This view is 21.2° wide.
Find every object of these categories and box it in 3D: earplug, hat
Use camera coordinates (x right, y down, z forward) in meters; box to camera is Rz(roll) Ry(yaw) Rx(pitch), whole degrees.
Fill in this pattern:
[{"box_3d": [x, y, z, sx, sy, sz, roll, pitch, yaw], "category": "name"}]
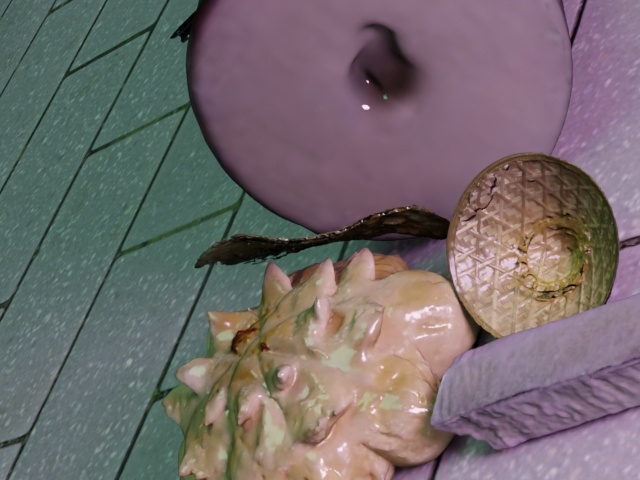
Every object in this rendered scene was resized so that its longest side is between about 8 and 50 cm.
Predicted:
[{"box_3d": [0.052, -0.235, 1.514, 0.313, 0.312, 0.394, -35, 28, 25], "category": "earplug"}, {"box_3d": [0.174, 0.007, 1.282, 0.146, 0.067, 0.146, 0, 90, 37], "category": "hat"}]

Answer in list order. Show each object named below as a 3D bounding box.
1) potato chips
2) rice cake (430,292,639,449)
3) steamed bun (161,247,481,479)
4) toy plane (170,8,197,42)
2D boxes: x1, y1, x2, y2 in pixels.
[{"box_3d": [0.000, 0.000, 1.383, 0.209, 0.026, 0.142, -8, -4, -3], "category": "potato chips"}, {"box_3d": [0.225, 0.065, 1.118, 0.365, 0.056, 0.072, -26, 39, 38], "category": "rice cake"}, {"box_3d": [-0.012, 0.109, 1.342, 0.292, 0.137, 0.295, -32, 28, 25], "category": "steamed bun"}, {"box_3d": [-0.039, -0.249, 1.865, 0.106, 0.155, 0.381, -24, 18, 42], "category": "toy plane"}]
